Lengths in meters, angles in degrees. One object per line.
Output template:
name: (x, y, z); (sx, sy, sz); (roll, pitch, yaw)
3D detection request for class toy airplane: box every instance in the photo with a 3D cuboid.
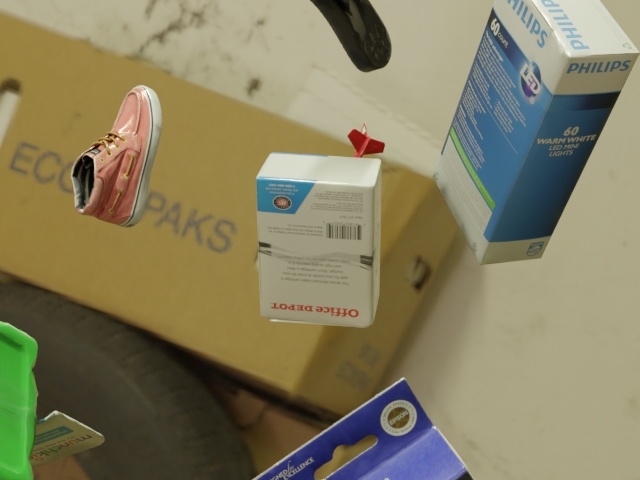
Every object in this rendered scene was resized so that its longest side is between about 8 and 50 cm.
toy airplane: (0.042, -0.095, 1.681); (0.151, 0.151, 0.028); (17, 7, -36)

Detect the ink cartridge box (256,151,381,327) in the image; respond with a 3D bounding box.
ink cartridge box: (0.000, 0.000, 1.512); (0.148, 0.203, 0.086); (5, 28, 8)

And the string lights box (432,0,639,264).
string lights box: (0.193, -0.113, 1.127); (0.077, 0.260, 0.133); (-5, 49, -21)

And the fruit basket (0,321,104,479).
fruit basket: (-0.365, 0.108, 0.717); (0.353, 0.165, 0.327); (-14, -32, 24)

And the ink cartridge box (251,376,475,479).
ink cartridge box: (0.104, 0.327, 1.123); (0.371, 0.176, 0.069); (58, -5, -16)

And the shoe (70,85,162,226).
shoe: (-0.248, -0.109, 1.443); (0.063, 0.178, 0.081); (2, -9, 43)

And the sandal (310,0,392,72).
sandal: (0.021, -0.315, 1.431); (0.054, 0.097, 0.254); (-13, -47, 37)
